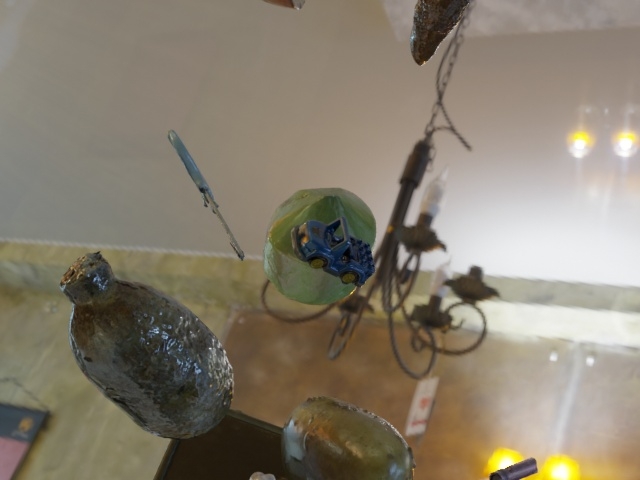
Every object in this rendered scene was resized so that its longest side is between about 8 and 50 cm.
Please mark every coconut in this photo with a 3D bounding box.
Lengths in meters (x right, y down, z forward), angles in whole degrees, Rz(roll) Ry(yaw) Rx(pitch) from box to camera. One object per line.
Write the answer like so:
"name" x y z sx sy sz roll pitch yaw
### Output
"coconut" 0.000 0.000 2.347 0.281 0.328 0.328 39 -22 22

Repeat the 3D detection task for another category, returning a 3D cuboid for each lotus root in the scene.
"lotus root" -0.230 0.156 1.244 0.175 0.175 0.349 0 -36 33

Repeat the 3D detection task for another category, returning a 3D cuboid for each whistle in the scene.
"whistle" 0.372 0.442 1.770 0.033 0.033 0.176 -3 -4 37

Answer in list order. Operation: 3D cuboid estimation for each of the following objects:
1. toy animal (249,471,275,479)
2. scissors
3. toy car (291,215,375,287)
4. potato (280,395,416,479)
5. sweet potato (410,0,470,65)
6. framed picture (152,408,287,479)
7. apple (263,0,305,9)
"toy animal" -0.164 0.415 1.183 0.138 0.282 0.140 20 -29 32
"scissors" -0.235 -0.084 1.937 0.029 0.360 0.191 -28 -35 -3
"toy car" 0.039 0.015 1.911 0.191 0.097 0.100 25 -55 -29
"potato" 0.044 0.376 1.600 0.173 0.210 0.307 -12 5 -32
"sweet potato" 0.232 -0.449 1.660 0.092 0.114 0.341 35 -55 14
"framed picture" -0.120 0.523 1.819 0.446 0.326 0.028 18 -19 13
"apple" -0.105 -0.521 1.474 0.163 0.293 0.251 5 -20 11
